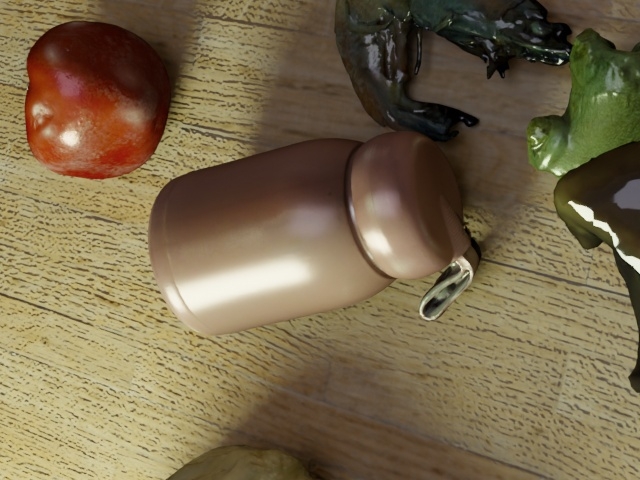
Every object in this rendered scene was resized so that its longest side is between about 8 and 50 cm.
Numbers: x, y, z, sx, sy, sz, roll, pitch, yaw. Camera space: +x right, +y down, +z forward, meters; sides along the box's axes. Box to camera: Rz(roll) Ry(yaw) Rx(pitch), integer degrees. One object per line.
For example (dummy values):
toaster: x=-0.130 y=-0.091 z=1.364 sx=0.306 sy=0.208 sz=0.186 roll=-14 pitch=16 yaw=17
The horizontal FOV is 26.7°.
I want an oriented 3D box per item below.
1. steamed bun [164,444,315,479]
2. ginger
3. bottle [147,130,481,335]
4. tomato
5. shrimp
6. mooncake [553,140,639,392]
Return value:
steamed bun: x=-0.088 y=0.370 z=1.334 sx=0.372 sy=0.230 sz=0.325 roll=33 pitch=98 yaw=31
ginger: x=0.301 y=-0.152 z=1.186 sx=0.290 sy=0.089 sz=0.137 roll=-38 pitch=87 yaw=22
bottle: x=0.000 y=0.000 z=1.336 sx=0.297 sy=0.173 sz=0.206 roll=-15 pitch=113 yaw=27
tomato: x=-0.247 y=-0.148 z=1.477 sx=0.151 sy=0.187 sz=0.187 roll=23 pitch=101 yaw=7
shrimp: x=0.116 y=-0.179 z=1.320 sx=0.289 sy=0.075 sz=0.178 roll=28 pitch=111 yaw=27
mooncake: x=0.337 y=0.124 z=1.076 sx=0.393 sy=0.246 sz=0.394 roll=36 pitch=109 yaw=28
